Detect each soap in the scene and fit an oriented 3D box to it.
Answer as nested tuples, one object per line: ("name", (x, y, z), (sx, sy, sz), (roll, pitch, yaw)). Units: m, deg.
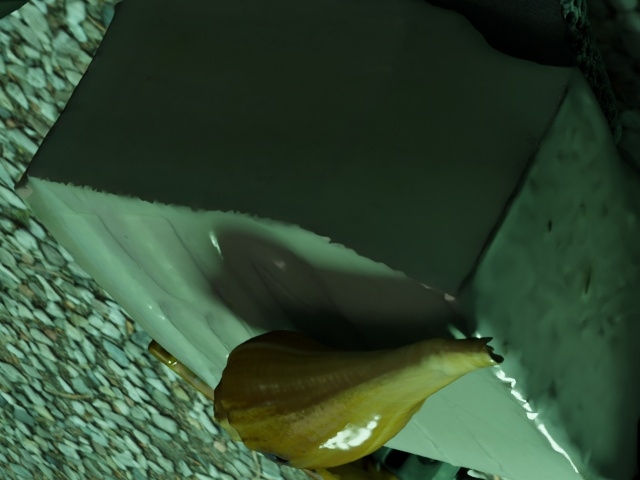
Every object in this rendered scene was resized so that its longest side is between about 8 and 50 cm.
("soap", (0.031, -0.003, 1.222), (0.435, 0.213, 0.350), (10, 145, 42))

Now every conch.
("conch", (0.011, 0.109, 1.080), (0.109, 0.093, 0.330), (41, 155, -22))

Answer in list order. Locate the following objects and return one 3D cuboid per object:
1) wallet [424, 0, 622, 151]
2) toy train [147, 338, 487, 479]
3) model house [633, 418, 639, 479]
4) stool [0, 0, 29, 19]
("wallet", (0.088, -0.188, 1.137), (0.237, 0.075, 0.342), (19, 152, 34))
("toy train", (0.014, 0.155, 1.565), (0.369, 0.163, 0.231), (37, 165, 2))
("model house", (0.367, 0.220, 1.251), (0.297, 0.283, 0.317), (-109, -3, -57))
("stool", (-0.343, -0.274, 1.343), (0.232, 0.232, 0.141), (50, 148, -18))
